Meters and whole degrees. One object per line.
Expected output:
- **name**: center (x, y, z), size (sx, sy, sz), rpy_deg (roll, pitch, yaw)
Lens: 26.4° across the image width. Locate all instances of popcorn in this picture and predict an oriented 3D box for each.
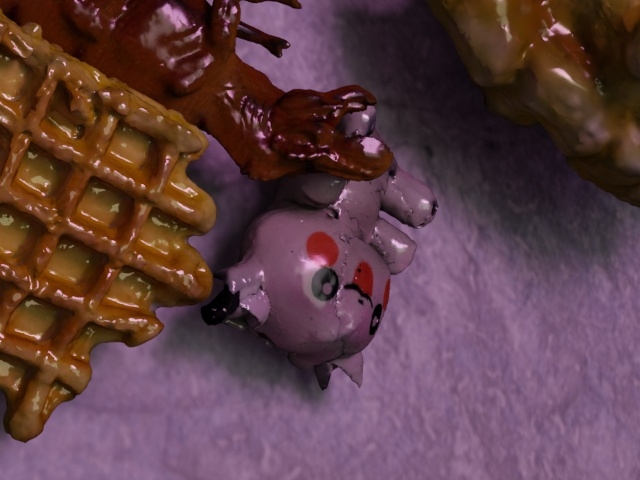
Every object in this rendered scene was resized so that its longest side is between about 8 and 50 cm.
- **popcorn**: center (0.238, -0.174, 0.992), size (0.335, 0.279, 0.274), rpy_deg (50, 14, -40)

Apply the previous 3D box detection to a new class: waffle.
- **waffle**: center (-0.168, 0.005, 0.751), size (0.219, 0.057, 0.229), rpy_deg (28, 92, -24)

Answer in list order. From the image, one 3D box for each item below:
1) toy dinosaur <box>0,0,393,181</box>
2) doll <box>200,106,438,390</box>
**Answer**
- **toy dinosaur**: center (-0.143, -0.169, 0.815), size (0.432, 0.097, 0.208), rpy_deg (20, 68, -13)
- **doll**: center (0.000, 0.000, 0.898), size (0.149, 0.095, 0.192), rpy_deg (46, 55, -47)
